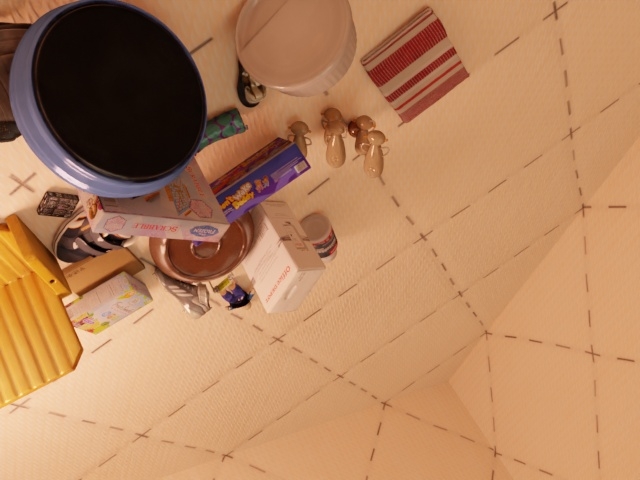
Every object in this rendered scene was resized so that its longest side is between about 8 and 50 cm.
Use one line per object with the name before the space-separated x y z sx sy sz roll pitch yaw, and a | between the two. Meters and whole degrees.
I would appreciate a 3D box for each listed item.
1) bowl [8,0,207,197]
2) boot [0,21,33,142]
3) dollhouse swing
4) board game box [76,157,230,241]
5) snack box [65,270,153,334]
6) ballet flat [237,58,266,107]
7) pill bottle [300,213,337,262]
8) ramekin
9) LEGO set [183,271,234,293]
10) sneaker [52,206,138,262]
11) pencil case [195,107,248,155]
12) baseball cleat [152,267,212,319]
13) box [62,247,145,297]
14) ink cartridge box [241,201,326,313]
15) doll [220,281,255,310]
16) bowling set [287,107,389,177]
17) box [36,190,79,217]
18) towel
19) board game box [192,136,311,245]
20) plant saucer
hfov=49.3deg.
bowl | -0.393 -0.279 1.357 0.391 0.391 0.077 0 173 -41
boot | -0.544 -0.311 1.344 0.338 0.118 0.223 -12 107 -31
dollhouse swing | -0.806 0.193 1.706 0.346 0.305 0.315 -27 148 -7
board game box | -0.403 -0.140 1.583 0.318 0.319 0.066 6 134 -44
snack box | -0.619 0.186 2.045 0.207 0.070 0.174 -32 163 -2
ballet flat | -0.165 -0.384 1.688 0.074 0.074 0.203 -21 147 -17
pill bottle | 0.000 0.000 2.322 0.108 0.108 0.180 -30 149 -3
ramekin | -0.043 -0.445 1.541 0.273 0.273 0.127 -39 161 10
LEGO set | -0.311 0.065 2.142 0.132 0.107 0.287 3 134 -43
sneaker | -0.561 -0.026 1.788 0.321 0.127 0.126 -41 149 17
pencil case | -0.262 -0.275 1.758 0.151 0.064 0.070 -25 129 -10
baseball cleat | -0.411 0.143 2.125 0.109 0.072 0.206 -35 110 6
box | -0.623 0.089 1.986 0.201 0.021 0.164 -31 149 -3
ink cartridge box | -0.130 0.051 2.111 0.117 0.283 0.207 0 137 -41
doll | -0.281 0.196 2.406 0.129 0.046 0.189 -31 148 0
bowling set | 0.064 -0.309 1.937 0.287 0.200 0.154 12 139 9
box | -0.649 -0.087 1.724 0.083 0.018 0.067 5 132 -45
towel | 0.270 -0.484 1.962 0.237 0.037 0.329 -37 146 11
board game box | -0.210 -0.135 1.817 0.347 0.233 0.078 -35 107 -5
plant saucer | -0.334 0.006 2.011 0.310 0.050 0.311 -13 128 -17
